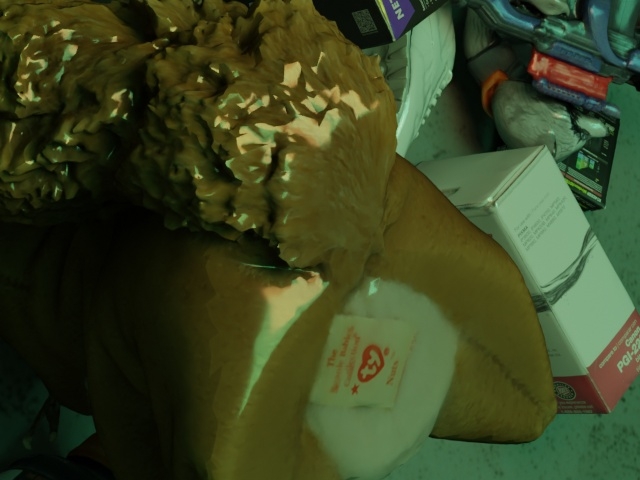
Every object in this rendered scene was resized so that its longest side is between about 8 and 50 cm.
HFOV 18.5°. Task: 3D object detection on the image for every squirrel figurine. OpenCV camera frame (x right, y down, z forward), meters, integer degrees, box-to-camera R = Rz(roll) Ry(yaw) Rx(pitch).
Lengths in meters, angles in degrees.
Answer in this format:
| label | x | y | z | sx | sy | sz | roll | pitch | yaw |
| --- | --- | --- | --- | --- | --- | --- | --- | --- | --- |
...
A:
| label | x | y | z | sx | sy | sz | roll | pitch | yaw |
| --- | --- | --- | --- | --- | --- | --- | --- | --- | --- |
| squirrel figurine | -0.100 | -0.005 | 1.241 | 0.281 | 0.370 | 0.397 | -36 | 127 | -29 |

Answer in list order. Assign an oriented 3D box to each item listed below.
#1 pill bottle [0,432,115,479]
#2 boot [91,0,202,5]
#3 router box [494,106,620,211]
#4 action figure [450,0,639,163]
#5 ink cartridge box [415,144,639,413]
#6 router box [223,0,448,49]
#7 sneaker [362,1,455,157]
| label | x | y | z | sx | sy | sz | roll | pitch | yaw |
| --- | --- | --- | --- | --- | --- | --- | --- | --- | --- |
| pill bottle | -0.205 | 0.232 | 1.323 | 0.245 | 0.130 | 0.130 | -41 | 112 | -36 |
| boot | -0.167 | -0.154 | 1.339 | 0.137 | 0.198 | 0.077 | -4 | 60 | -42 |
| router box | 0.217 | -0.090 | 1.798 | 0.122 | 0.038 | 0.092 | 27 | 67 | -36 |
| action figure | 0.244 | -0.204 | 1.737 | 0.341 | 0.178 | 0.330 | 26 | 69 | -22 |
| ink cartridge box | 0.159 | 0.036 | 1.651 | 0.092 | 0.158 | 0.218 | -47 | 116 | -33 |
| router box | 0.006 | -0.209 | 1.442 | 0.243 | 0.309 | 0.081 | -39 | 111 | -36 |
| sneaker | 0.068 | -0.133 | 1.644 | 0.095 | 0.090 | 0.235 | 33 | 66 | -45 |
